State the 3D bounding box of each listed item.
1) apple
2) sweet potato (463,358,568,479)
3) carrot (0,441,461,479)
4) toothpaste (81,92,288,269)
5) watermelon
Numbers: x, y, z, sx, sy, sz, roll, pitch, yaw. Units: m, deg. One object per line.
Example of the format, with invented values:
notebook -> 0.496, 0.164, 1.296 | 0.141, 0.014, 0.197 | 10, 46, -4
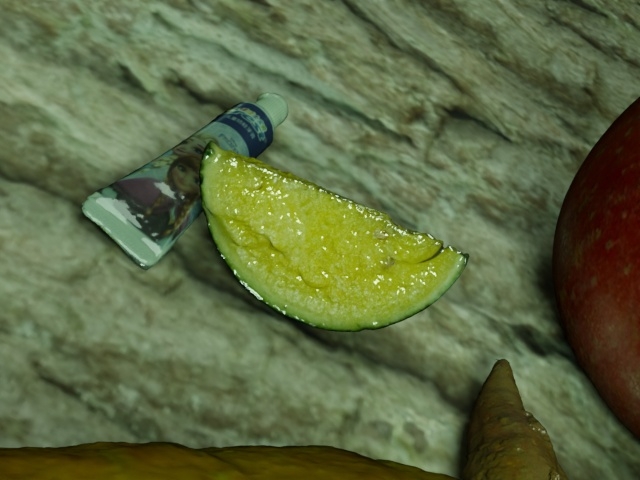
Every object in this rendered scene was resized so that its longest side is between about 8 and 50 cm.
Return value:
apple -> 0.346, 0.018, 1.129 | 0.348, 0.277, 0.348 | 22, 38, -18
sweet potato -> 0.120, 0.141, 0.992 | 0.068, 0.060, 0.206 | 2, 32, -3
carrot -> -0.063, 0.196, 0.628 | 0.340, 0.241, 0.241 | 9, 42, -27
toothpaste -> -0.081, -0.049, 1.082 | 0.062, 0.037, 0.216 | 40, 40, 6
watermelon -> -0.001, -0.001, 1.045 | 0.181, 0.092, 0.075 | 21, 23, -5
